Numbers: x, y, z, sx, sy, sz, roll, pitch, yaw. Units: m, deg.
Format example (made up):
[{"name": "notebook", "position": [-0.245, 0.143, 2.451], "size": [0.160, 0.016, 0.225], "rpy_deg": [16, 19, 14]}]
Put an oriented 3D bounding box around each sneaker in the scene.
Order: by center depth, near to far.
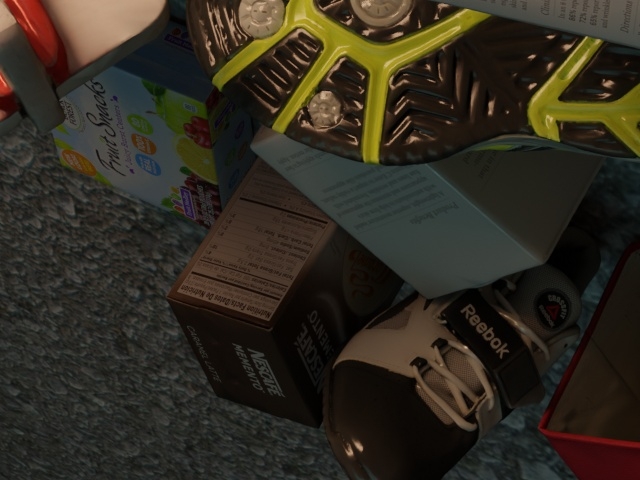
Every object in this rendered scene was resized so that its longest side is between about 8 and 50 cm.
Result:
[{"name": "sneaker", "position": [0.104, -0.111, 1.251], "size": [0.384, 0.145, 0.147], "rpy_deg": [11, -174, 10]}, {"name": "sneaker", "position": [0.114, 0.074, 1.481], "size": [0.146, 0.330, 0.122], "rpy_deg": [-33, 99, 36]}]

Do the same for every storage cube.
[{"name": "storage cube", "position": [0.313, 0.132, 1.496], "size": [0.215, 0.184, 0.193], "rpy_deg": [3, 143, 44]}]

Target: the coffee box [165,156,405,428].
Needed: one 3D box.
[{"name": "coffee box", "position": [0.000, 0.000, 1.527], "size": [0.098, 0.246, 0.141], "rpy_deg": [16, 151, 29]}]

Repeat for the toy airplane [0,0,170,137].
[{"name": "toy airplane", "position": [-0.261, -0.226, 1.150], "size": [0.384, 0.386, 0.272], "rpy_deg": [5, 148, 19]}]

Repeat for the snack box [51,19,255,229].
[{"name": "snack box", "position": [-0.148, -0.111, 1.693], "size": [0.174, 0.070, 0.207], "rpy_deg": [24, 152, 15]}]

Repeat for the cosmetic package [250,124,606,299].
[{"name": "cosmetic package", "position": [0.084, -0.079, 1.406], "size": [0.183, 0.151, 0.151], "rpy_deg": [40, 153, -17]}]

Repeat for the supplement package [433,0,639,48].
[{"name": "supplement package", "position": [0.084, -0.238, 0.894], "size": [0.262, 0.198, 0.199], "rpy_deg": [14, 149, 11]}]
